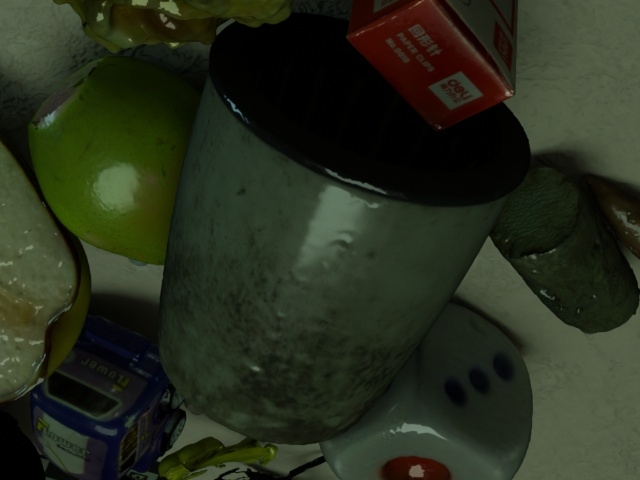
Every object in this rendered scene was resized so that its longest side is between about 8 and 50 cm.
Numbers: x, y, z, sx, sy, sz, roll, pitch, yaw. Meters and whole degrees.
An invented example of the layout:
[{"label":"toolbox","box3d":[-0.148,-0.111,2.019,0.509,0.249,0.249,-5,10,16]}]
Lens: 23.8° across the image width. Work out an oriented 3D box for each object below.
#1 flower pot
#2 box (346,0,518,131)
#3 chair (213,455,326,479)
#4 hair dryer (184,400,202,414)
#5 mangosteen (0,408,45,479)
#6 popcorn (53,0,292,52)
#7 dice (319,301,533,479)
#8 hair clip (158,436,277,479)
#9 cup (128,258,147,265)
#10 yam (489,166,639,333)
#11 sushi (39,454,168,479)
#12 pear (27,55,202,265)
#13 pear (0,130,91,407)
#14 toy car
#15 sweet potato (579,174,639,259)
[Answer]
[{"label":"flower pot","box3d":[0.000,0.000,1.392,0.293,0.293,0.330,16,123,-7]},{"label":"box","box3d":[0.103,-0.205,1.281,0.099,0.182,0.133,-23,127,30]},{"label":"chair","box3d":[-0.037,0.370,2.025,0.213,0.174,0.149,-11,134,8]},{"label":"hair dryer","box3d":[-0.039,0.219,1.939,0.195,0.053,0.220,-13,142,27]},{"label":"mangosteen","box3d":[-0.506,0.344,1.969,0.297,0.313,0.297,11,136,11]},{"label":"popcorn","box3d":[-0.130,-0.257,1.220,0.249,0.225,0.249,11,115,25]},{"label":"dice","box3d":[0.120,0.194,1.753,0.193,0.192,0.194,33,134,-24]},{"label":"hair clip","box3d":[-0.134,0.276,1.954,0.173,0.046,0.072,-7,155,-40]},{"label":"cup","box3d":[-0.079,0.069,1.672,0.300,0.167,0.173,29,148,-21]},{"label":"yam","box3d":[0.255,0.017,1.566,0.107,0.107,0.194,-13,144,26]},{"label":"sushi","box3d":[-0.309,0.415,2.224,0.264,0.050,0.290,2,141,10]},{"label":"pear","box3d":[-0.178,-0.075,1.498,0.187,0.187,0.220,-29,117,38]},{"label":"pear","box3d":[-0.421,0.010,1.599,0.386,0.191,0.340,26,98,0]},{"label":"toy car","box3d":[-0.266,0.208,1.841,0.172,0.158,0.235,24,143,13]},{"label":"sweet potato","box3d":[0.345,-0.003,1.573,0.206,0.060,0.068,38,143,-19]}]
